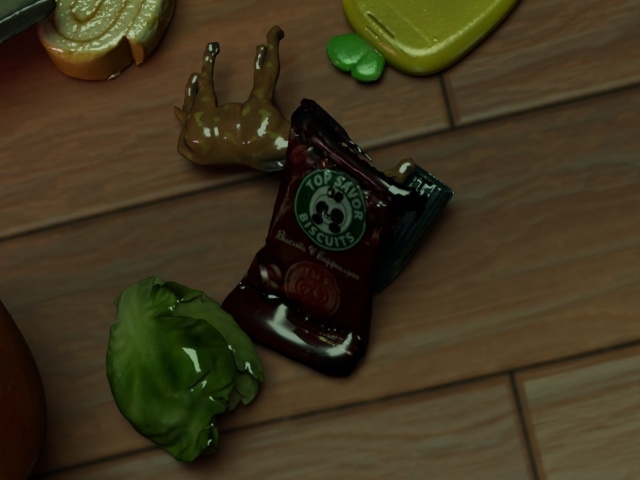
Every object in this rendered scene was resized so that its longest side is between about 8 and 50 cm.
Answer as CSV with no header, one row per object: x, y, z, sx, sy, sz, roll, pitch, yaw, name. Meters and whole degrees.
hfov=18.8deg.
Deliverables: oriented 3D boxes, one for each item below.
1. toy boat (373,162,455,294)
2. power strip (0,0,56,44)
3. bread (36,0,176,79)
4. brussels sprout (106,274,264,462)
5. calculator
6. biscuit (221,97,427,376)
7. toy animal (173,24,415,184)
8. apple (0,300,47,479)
0.064,-0.003,1.804,0.055,0.060,0.141,36,94,18,toy boat
-0.403,-0.227,1.943,0.257,0.092,0.251,-28,40,-3,power strip
-0.211,-0.232,1.930,0.122,0.073,0.149,22,74,15,bread
-0.137,0.114,1.771,0.139,0.100,0.181,-40,77,14,brussels sprout
0.107,-0.243,1.903,0.235,0.032,0.146,-41,67,-10,calculator
0.005,0.004,1.755,0.151,0.235,0.063,30,31,18,biscuit
-0.030,-0.104,1.835,0.224,0.066,0.230,-17,56,11,toy animal
-0.391,0.160,1.683,0.319,0.319,0.277,-37,102,-6,apple
